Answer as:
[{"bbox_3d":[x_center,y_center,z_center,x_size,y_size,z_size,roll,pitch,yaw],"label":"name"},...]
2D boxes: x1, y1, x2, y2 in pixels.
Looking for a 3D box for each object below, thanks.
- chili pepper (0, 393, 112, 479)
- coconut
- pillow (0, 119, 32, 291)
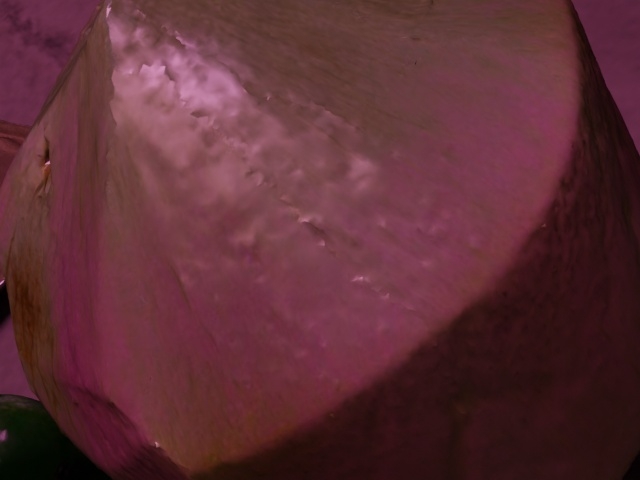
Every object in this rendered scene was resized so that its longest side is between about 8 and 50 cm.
[{"bbox_3d":[-0.071,0.139,0.553,0.099,0.136,0.270,-22,39,-26],"label":"chili pepper"},{"bbox_3d":[0.000,0.000,0.540,0.204,0.236,0.236,-15,47,24],"label":"coconut"},{"bbox_3d":[-0.202,-0.021,0.832,0.130,0.033,0.217,-48,44,-14],"label":"pillow"}]
